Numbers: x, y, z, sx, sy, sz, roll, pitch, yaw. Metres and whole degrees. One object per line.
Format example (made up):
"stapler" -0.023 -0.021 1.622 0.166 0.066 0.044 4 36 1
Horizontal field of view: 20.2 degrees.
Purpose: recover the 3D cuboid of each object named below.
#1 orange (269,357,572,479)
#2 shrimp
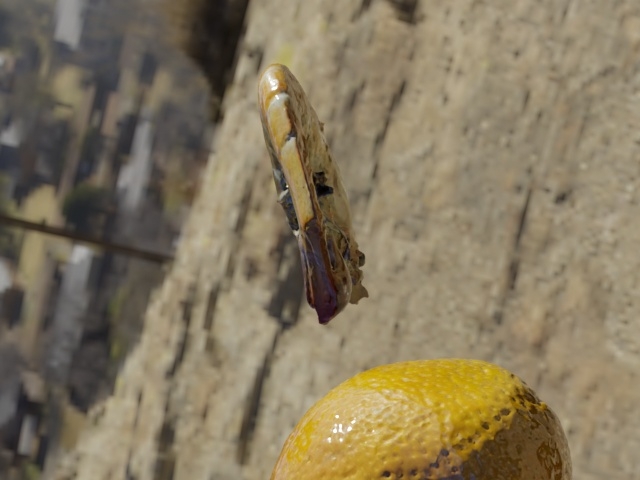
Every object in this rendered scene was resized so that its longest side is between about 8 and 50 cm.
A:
"orange" 0.026 0.068 0.464 0.085 0.085 0.085 -36 47 53
"shrimp" 0.000 0.000 0.571 0.114 0.023 0.083 72 -176 -47
